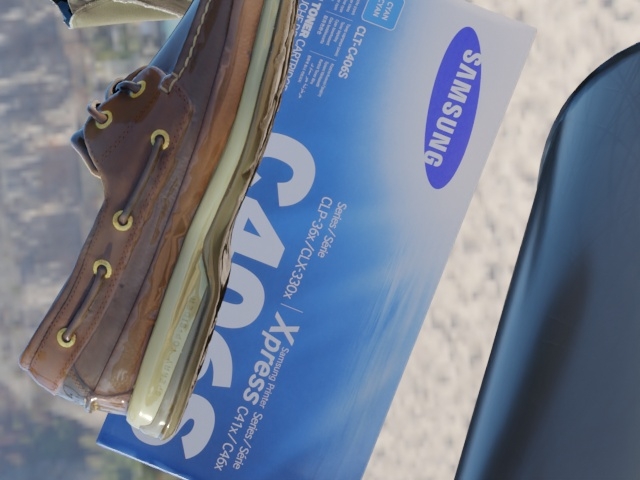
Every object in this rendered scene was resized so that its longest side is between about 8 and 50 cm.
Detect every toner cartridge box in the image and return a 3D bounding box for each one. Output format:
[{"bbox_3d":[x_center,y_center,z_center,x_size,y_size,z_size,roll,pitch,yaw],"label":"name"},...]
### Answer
[{"bbox_3d":[0.000,0.000,1.013,0.075,0.165,0.348,88,-156,-82],"label":"toner cartridge box"}]

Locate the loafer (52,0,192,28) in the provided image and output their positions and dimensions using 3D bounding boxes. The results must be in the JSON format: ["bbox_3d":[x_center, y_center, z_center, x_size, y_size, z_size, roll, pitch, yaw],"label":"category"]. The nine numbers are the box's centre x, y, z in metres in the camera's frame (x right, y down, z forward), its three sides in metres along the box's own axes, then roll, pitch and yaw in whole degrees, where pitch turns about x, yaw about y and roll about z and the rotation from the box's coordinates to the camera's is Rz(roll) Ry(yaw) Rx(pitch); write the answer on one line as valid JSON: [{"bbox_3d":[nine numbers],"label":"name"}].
[{"bbox_3d":[-0.181,-0.212,1.251,0.087,0.251,0.094,-63,36,15],"label":"loafer"}]

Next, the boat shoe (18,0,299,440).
[{"bbox_3d":[-0.048,-0.029,0.491,0.064,0.060,0.178,-89,15,-85],"label":"boat shoe"}]

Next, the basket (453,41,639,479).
[{"bbox_3d":[0.110,0.085,0.433,0.204,0.154,0.227,58,-141,-24],"label":"basket"}]
